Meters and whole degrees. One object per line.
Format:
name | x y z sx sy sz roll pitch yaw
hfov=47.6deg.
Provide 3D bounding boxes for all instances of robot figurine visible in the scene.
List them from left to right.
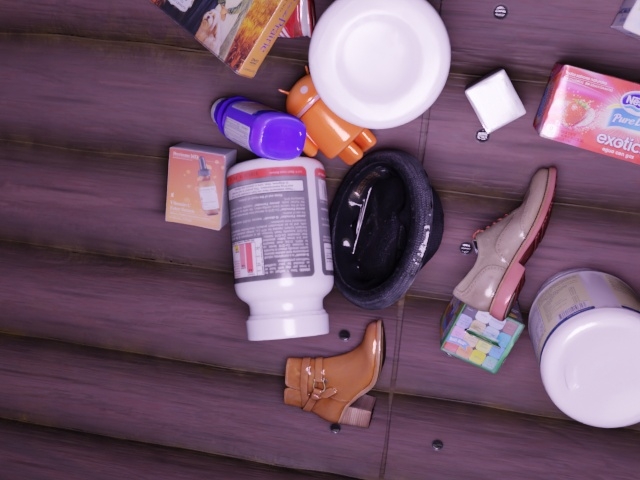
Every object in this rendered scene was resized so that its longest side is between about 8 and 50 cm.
robot figurine | 0.015 -0.258 1.513 0.158 0.128 0.219 -41 95 23

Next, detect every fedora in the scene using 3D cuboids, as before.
fedora | 0.156 -0.019 1.515 0.153 0.334 0.334 7 114 -39

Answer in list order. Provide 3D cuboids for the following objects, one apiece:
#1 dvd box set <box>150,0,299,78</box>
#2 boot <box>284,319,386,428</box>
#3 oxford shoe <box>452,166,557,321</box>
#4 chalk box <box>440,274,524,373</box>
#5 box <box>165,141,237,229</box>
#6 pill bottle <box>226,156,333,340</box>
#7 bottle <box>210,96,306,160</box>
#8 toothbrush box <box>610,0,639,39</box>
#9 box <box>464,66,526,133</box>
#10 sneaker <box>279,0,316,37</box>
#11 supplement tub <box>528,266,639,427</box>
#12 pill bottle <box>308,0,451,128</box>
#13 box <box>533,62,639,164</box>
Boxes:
dvd box set | -0.141 -0.581 1.430 0.307 0.062 0.420 43 110 18
boot | 0.033 0.294 1.696 0.220 0.109 0.283 14 115 10
oxford shoe | 0.378 -0.015 1.465 0.130 0.123 0.348 21 68 22
chalk box | 0.339 0.184 1.538 0.132 0.213 0.132 26 109 3
box | -0.266 -0.124 1.622 0.130 0.091 0.170 9 108 8
pill bottle | -0.081 0.020 1.516 0.210 0.210 0.362 -6 84 12
bottle | -0.140 -0.236 1.480 0.118 0.283 0.092 1 108 -34
toothbrush box | 0.706 -0.483 1.329 0.206 0.122 0.283 25 110 2
box | 0.349 -0.283 1.460 0.087 0.101 0.102 -27 100 17
sneaker | -0.083 -0.522 1.477 0.128 0.087 0.221 -3 104 10
supplement tub | 0.543 0.196 1.446 0.236 0.325 0.235 3 106 9
pill bottle | 0.122 -0.339 1.323 0.229 0.407 0.229 3 106 9
box | 0.584 -0.237 1.407 0.300 0.154 0.142 17 108 6
